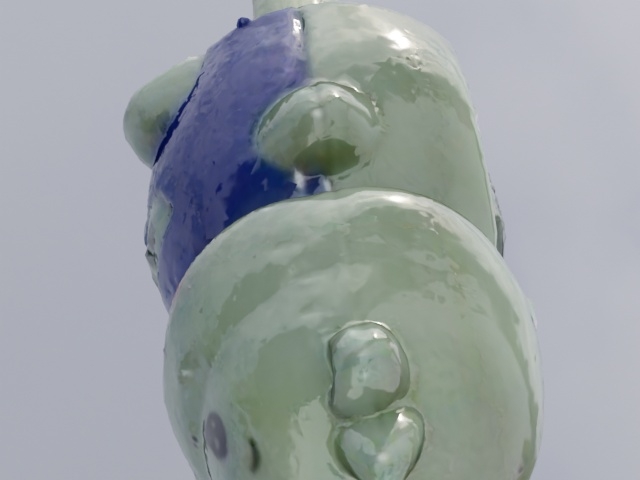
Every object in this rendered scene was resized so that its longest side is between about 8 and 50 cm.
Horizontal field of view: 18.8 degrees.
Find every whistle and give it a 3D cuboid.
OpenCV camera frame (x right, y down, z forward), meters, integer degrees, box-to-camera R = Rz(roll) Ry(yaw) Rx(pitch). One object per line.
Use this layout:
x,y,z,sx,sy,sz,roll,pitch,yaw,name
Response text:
0.000,0.000,0.484,0.092,0.244,0.110,-10,-48,-1,whistle
